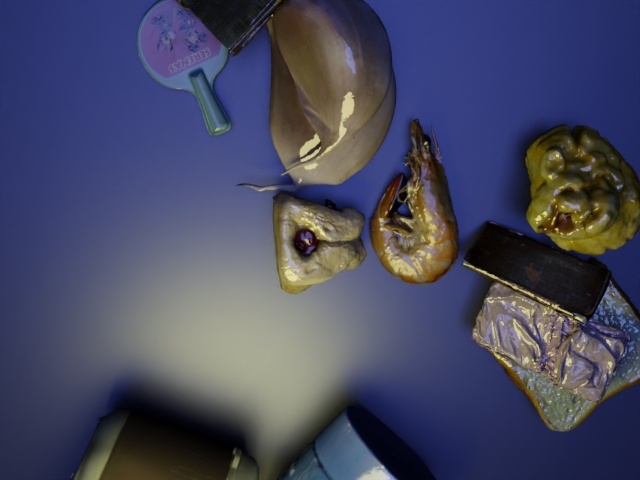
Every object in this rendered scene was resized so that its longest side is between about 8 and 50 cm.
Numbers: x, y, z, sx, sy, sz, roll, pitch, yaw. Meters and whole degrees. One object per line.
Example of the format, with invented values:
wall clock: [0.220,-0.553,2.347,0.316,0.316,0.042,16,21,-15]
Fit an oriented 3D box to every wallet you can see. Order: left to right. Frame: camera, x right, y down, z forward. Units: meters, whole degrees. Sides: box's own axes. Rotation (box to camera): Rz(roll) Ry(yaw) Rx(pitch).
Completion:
wallet: [-0.179,-0.449,1.553,0.169,0.044,0.317,-44,69,7]
wallet: [0.362,0.052,1.654,0.232,0.122,0.031,25,141,16]

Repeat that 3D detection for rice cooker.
rice cooker: [-0.264,0.474,1.625,0.325,0.335,0.335,21,98,-5]

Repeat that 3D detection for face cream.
face cream: [0.057,0.442,1.659,0.249,0.249,0.225,43,95,-7]

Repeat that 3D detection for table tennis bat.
table tennis bat: [-0.214,-0.292,1.650,0.152,0.040,0.244,-23,94,1]

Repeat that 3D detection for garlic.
garlic: [0.007,-0.233,1.567,0.245,0.231,0.340,9,93,-5]

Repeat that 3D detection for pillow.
pillow: [0.383,0.162,1.648,0.248,0.049,0.135,28,94,11]

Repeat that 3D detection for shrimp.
shrimp: [0.152,-0.061,1.684,0.152,0.063,0.287,-8,100,11]

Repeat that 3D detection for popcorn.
popcorn: [0.435,-0.077,1.615,0.200,0.203,0.226,-5,108,6]

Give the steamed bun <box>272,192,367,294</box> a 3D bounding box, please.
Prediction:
steamed bun: [0.000,0.000,1.648,0.155,0.141,0.172,-6,95,-5]

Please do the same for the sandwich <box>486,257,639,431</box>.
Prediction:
sandwich: [0.445,0.190,1.712,0.251,0.087,0.226,-36,99,4]
